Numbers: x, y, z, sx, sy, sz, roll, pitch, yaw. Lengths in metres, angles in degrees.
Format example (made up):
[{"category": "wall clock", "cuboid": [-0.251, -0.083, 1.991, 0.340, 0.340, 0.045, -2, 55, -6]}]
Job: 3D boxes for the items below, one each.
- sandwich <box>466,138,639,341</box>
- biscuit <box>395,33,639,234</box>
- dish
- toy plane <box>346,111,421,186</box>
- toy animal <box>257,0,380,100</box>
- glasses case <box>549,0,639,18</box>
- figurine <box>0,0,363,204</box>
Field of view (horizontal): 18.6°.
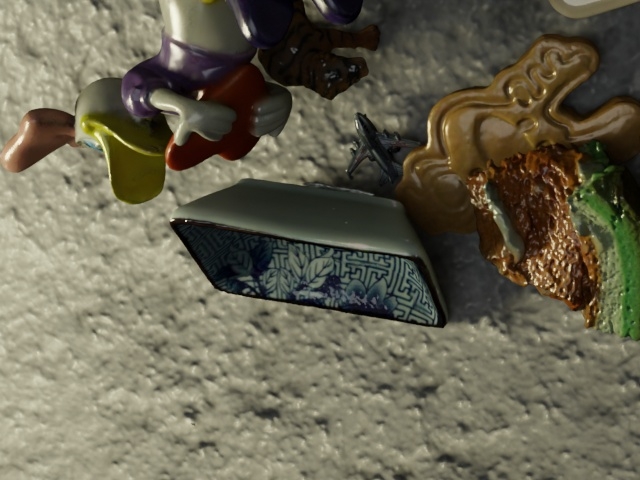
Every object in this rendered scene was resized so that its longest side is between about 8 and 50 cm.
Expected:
[{"category": "sandwich", "cuboid": [0.220, 0.010, 1.736, 0.160, 0.109, 0.184, -12, 115, 15]}, {"category": "biscuit", "cuboid": [0.173, -0.086, 1.778, 0.236, 0.040, 0.144, -34, 96, 21]}, {"category": "dish", "cuboid": [0.000, 0.000, 1.827, 0.243, 0.182, 0.080, 8, 70, 16]}, {"category": "toy plane", "cuboid": [0.053, -0.087, 1.826, 0.079, 0.031, 0.083, -21, 116, 22]}, {"category": "toy animal", "cuboid": [-0.048, -0.241, 1.776, 0.114, 0.116, 0.255, -26, 94, 21]}, {"category": "glasses case", "cuboid": [0.286, -0.253, 1.696, 0.196, 0.050, 0.083, -18, 96, 22]}, {"category": "figurine", "cuboid": [-0.128, -0.157, 1.728, 0.193, 0.154, 0.421, 57, 134, 16]}]
